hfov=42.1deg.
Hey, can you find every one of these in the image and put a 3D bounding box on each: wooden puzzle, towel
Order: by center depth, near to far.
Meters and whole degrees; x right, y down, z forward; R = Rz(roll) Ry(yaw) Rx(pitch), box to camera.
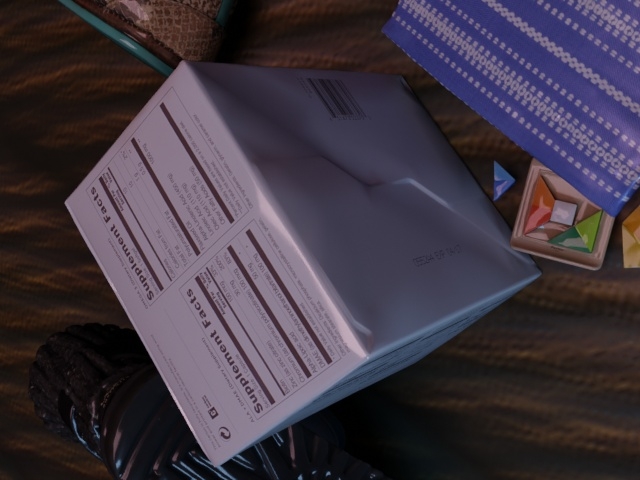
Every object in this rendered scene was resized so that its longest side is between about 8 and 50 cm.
[{"bbox_3d":[0.204,-0.219,0.546,0.243,0.040,0.336,45,121,26],"label":"towel"},{"bbox_3d":[0.178,-0.021,0.601,0.116,0.014,0.078,8,89,22],"label":"wooden puzzle"}]

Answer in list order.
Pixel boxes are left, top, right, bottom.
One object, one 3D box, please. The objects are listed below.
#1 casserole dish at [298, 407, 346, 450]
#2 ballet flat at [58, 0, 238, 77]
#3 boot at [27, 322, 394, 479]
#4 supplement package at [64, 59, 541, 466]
[{"bbox_3d":[-0.049,0.176,0.789,0.188,0.037,0.114,31,114,28],"label":"casserole dish"},{"bbox_3d":[-0.267,-0.311,0.811,0.483,0.164,0.182,26,90,23],"label":"ballet flat"},{"bbox_3d":[-0.073,0.197,0.696,0.348,0.131,0.260,48,157,-20],"label":"boot"},{"bbox_3d":[0.000,0.000,0.589,0.145,0.262,0.204,-41,74,31],"label":"supplement package"}]
